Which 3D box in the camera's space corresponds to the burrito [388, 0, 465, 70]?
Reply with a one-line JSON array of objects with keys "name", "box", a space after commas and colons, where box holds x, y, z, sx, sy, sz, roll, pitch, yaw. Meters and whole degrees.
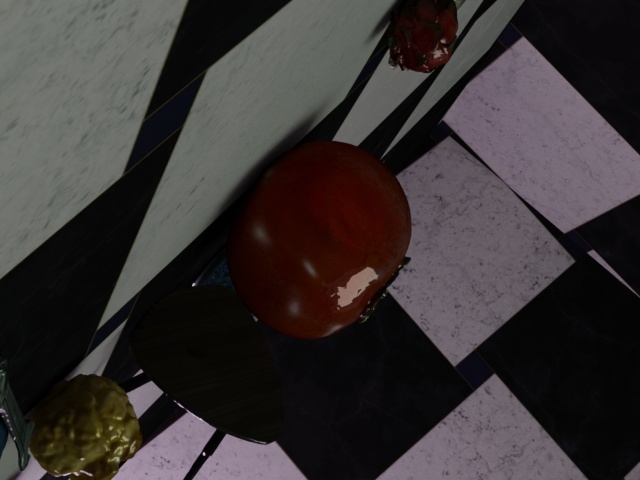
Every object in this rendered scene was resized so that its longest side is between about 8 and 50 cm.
[{"name": "burrito", "box": [0.208, -0.409, 2.117, 0.275, 0.059, 0.082, -51, 168, 27]}]

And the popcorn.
[{"name": "popcorn", "box": [-0.359, 0.290, 1.852, 0.180, 0.180, 0.170, -48, 142, -8]}]

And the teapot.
[{"name": "teapot", "box": [-0.153, 0.097, 2.293, 0.232, 0.159, 0.159, -49, 175, 2]}]

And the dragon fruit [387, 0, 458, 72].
[{"name": "dragon fruit", "box": [0.161, -0.336, 1.946, 0.121, 0.130, 0.142, 21, 97, -42]}]

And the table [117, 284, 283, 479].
[{"name": "table", "box": [-0.245, 0.283, 2.140, 0.249, 0.317, 0.317, -42, 180, 33]}]

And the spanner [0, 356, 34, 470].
[{"name": "spanner", "box": [-0.382, 0.220, 1.508, 0.302, 0.017, 0.071, 102, -6, -65]}]

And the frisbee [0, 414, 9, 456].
[{"name": "frisbee", "box": [-0.461, 0.339, 1.546, 0.289, 0.049, 0.289, -56, -173, 10]}]

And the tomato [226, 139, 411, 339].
[{"name": "tomato", "box": [0.000, 0.000, 2.041, 0.325, 0.290, 0.293, -49, 178, -28]}]
